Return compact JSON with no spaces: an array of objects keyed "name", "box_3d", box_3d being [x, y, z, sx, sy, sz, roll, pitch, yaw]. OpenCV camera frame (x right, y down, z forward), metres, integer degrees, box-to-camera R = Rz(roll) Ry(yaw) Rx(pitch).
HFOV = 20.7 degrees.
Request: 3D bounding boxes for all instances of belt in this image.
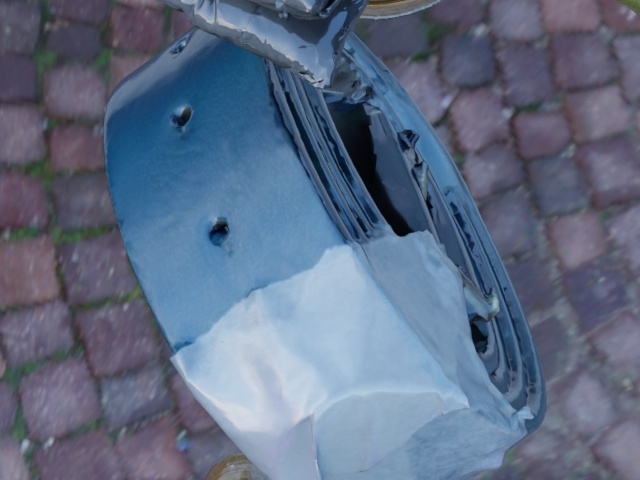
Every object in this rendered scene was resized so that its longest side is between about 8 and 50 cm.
[{"name":"belt","box_3d":[-0.001,-0.001,1.212,0.173,0.436,0.300,-39,128,15]}]

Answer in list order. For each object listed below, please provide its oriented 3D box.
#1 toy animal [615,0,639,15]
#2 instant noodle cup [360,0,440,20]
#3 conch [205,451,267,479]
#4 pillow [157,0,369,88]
[{"name":"toy animal","box_3d":[0.247,-0.226,0.954,0.180,0.181,0.363,21,28,30]},{"name":"instant noodle cup","box_3d":[0.047,-0.334,1.580,0.274,0.091,0.274,1,97,5]},{"name":"conch","box_3d":[-0.064,0.257,1.519,0.086,0.080,0.232,4,43,-9]},{"name":"pillow","box_3d":[-0.082,-0.256,1.040,0.326,0.101,0.228,27,62,9]}]
